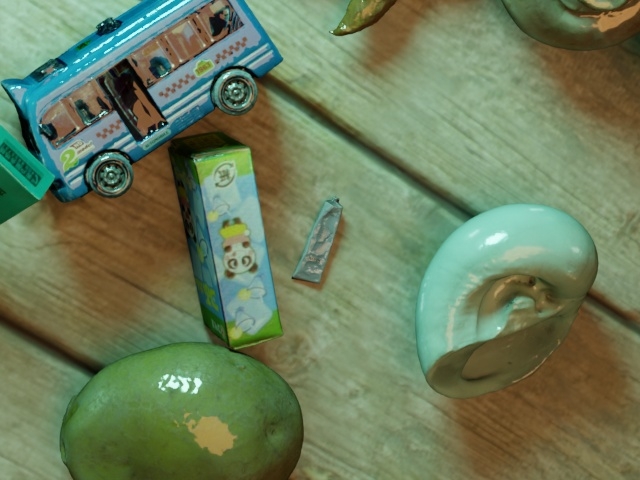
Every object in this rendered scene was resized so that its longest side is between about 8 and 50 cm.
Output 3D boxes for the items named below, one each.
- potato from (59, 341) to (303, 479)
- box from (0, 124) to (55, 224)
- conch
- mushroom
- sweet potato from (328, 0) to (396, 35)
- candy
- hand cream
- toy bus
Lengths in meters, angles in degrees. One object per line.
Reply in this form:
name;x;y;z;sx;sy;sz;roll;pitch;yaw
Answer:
potato;-0.134;0.188;1.689;0.235;0.160;0.177;-10;87;3
box;-0.369;-0.093;1.568;0.226;0.161;0.042;45;43;-20
conch;0.182;0.060;1.773;0.221;0.121;0.185;-42;113;3
mushroom;0.261;-0.290;1.686;0.206;0.209;0.206;2;81;-10
sweet potato;0.095;-0.332;1.696;0.066;0.072;0.314;28;97;-45
candy;-0.092;-0.002;1.693;0.062;0.097;0.194;-14;106;-17
hand cream;0.000;0.000;1.761;0.030;0.019;0.093;16;99;-18
toy bus;-0.168;-0.145;1.629;0.246;0.113;0.134;-34;109;-7
